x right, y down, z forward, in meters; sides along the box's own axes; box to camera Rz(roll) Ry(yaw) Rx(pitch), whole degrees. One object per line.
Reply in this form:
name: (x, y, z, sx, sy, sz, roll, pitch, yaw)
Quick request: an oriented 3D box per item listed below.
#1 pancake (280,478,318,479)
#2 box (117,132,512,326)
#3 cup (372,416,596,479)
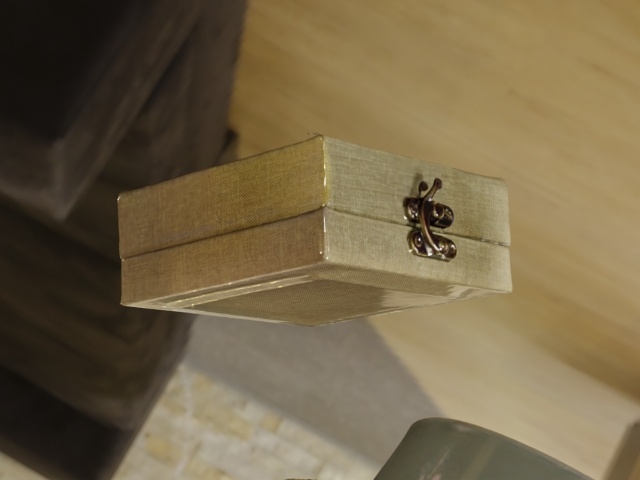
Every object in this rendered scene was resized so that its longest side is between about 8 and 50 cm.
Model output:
pancake: (-0.019, 0.272, 0.933, 0.049, 0.282, 0.282, 13, 174, -36)
box: (0.000, 0.000, 0.443, 0.083, 0.035, 0.079, -13, 164, 40)
cup: (0.025, 0.235, 0.501, 0.205, 0.312, 0.205, 36, 166, 10)
